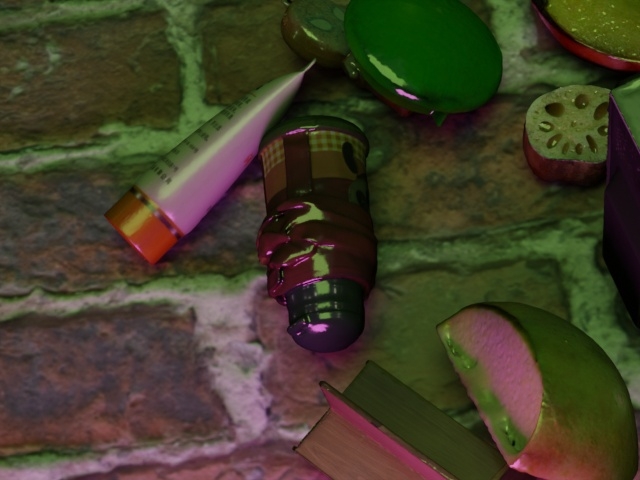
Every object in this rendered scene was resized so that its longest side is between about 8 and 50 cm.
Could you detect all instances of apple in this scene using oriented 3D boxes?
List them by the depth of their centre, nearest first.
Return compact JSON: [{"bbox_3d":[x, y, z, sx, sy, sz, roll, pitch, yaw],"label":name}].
[{"bbox_3d":[0.254,0.148,1.618,0.193,0.120,0.265,13,28,-23],"label":"apple"}]

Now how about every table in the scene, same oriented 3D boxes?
[{"bbox_3d":[0.094,0.238,1.637,0.227,0.167,0.167,34,76,26],"label":"table"}]

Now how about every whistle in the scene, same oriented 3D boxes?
[{"bbox_3d":[0.033,-0.231,1.894,0.220,0.057,0.107,39,37,11],"label":"whistle"}]

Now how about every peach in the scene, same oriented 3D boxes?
[{"bbox_3d":[0.384,-0.270,1.854,0.279,0.068,0.189,36,69,23],"label":"peach"}]

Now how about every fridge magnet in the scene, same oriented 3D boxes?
[{"bbox_3d":[0.122,-0.231,1.839,0.208,0.088,0.208,15,48,-17],"label":"fridge magnet"}]

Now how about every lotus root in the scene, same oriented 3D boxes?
[{"bbox_3d":[0.301,-0.123,1.796,0.122,0.081,0.112,5,66,13],"label":"lotus root"}]

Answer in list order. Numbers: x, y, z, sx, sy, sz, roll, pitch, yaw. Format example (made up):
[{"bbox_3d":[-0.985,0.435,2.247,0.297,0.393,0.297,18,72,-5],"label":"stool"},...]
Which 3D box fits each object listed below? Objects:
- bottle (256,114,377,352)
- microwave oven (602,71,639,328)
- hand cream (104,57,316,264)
[{"bbox_3d":[0.000,0.000,1.768,0.156,0.143,0.271,14,58,-32],"label":"bottle"},{"bbox_3d":[0.440,-0.055,1.591,0.286,0.355,0.218,-21,65,1],"label":"microwave oven"},{"bbox_3d":[-0.125,-0.110,1.856,0.089,0.140,0.314,44,87,-7],"label":"hand cream"}]
